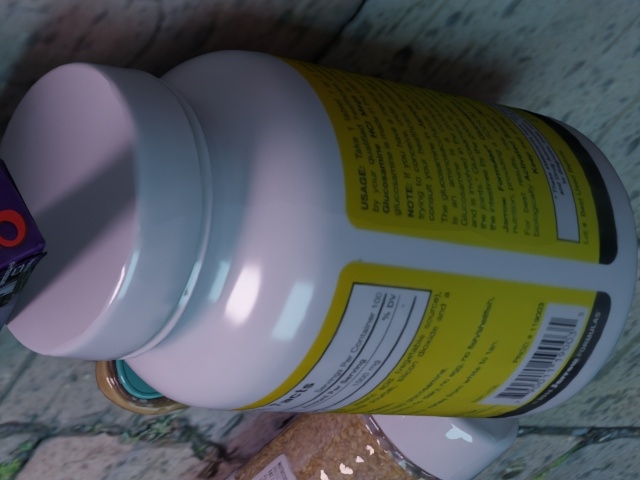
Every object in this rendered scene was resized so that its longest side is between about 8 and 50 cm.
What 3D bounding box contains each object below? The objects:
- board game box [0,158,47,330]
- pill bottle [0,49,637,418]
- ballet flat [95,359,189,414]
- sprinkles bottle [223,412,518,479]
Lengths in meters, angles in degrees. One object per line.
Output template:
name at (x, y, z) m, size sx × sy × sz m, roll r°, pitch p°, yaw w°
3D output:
board game box at (-0.250, 0.073, 0.740) m, size 0.208 × 0.056 × 0.347 m, roll -24°, pitch 173°, yaw -22°
pill bottle at (0.000, 0.000, 0.850) m, size 0.334 × 0.188 × 0.188 m, roll 8°, pitch 133°, yaw -40°
ballet flat at (-0.038, 0.061, 1.030) m, size 0.232 × 0.080 × 0.073 m, roll -10°, pitch 171°, yaw -20°
sprinkles bottle at (-0.015, 0.206, 1.179) m, size 0.355 × 0.121 × 0.121 m, roll -44°, pitch 143°, yaw 24°
